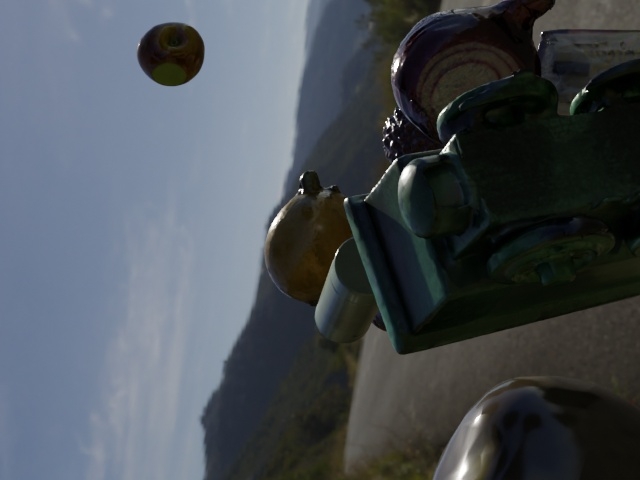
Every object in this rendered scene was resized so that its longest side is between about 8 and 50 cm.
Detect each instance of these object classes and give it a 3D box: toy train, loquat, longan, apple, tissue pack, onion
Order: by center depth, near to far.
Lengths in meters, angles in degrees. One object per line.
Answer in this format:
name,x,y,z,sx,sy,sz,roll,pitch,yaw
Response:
toy train,0.167,-0.028,0.701,0.202,0.266,0.145,125,131,-61
onion,0.170,-0.197,1.051,0.198,0.173,0.135,-54,27,12
longan,0.295,0.365,1.222,0.336,0.405,0.404,-15,56,42
tissue pack,0.452,-0.214,1.372,0.344,0.243,0.125,2,-85,-65
loquat,0.000,0.000,1.399,0.172,0.149,0.204,-14,-77,-48
apple,-0.254,-0.323,1.662,0.102,0.114,0.099,131,148,-55

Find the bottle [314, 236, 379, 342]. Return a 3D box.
bottle,0.039,0.061,1.129,0.201,0.072,0.072,106,173,-69

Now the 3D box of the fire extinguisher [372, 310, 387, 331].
fire extinguisher,0.144,0.082,1.557,0.269,0.105,0.104,127,154,-71

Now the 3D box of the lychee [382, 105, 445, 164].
lychee,0.264,-0.175,1.769,0.276,0.305,0.275,6,-90,-89
